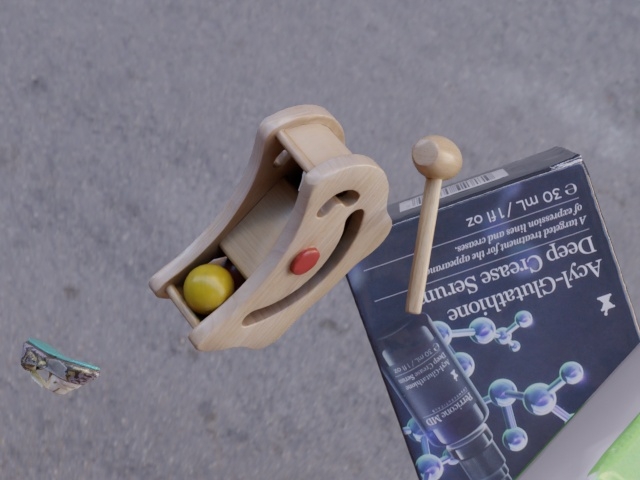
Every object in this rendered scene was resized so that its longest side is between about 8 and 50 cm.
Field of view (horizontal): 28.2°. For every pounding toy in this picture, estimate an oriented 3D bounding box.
[{"bbox_3d":[0.000,0.000,1.041,0.269,0.154,0.155,-43,62,5],"label":"pounding toy"}]

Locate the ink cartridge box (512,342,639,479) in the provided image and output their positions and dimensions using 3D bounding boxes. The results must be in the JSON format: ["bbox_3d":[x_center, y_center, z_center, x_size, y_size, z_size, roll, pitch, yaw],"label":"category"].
[{"bbox_3d":[0.205,0.142,0.429,0.273,0.115,0.198,48,53,7],"label":"ink cartridge box"}]

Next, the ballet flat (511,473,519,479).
[{"bbox_3d":[0.187,0.196,1.010,0.070,0.188,0.070,35,22,-16],"label":"ballet flat"}]

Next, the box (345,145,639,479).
[{"bbox_3d":[0.219,0.123,1.518,0.293,0.212,0.395,-20,96,5],"label":"box"}]

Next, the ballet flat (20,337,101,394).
[{"bbox_3d":[-0.245,0.123,1.192,0.114,0.041,0.041,15,46,46],"label":"ballet flat"}]
